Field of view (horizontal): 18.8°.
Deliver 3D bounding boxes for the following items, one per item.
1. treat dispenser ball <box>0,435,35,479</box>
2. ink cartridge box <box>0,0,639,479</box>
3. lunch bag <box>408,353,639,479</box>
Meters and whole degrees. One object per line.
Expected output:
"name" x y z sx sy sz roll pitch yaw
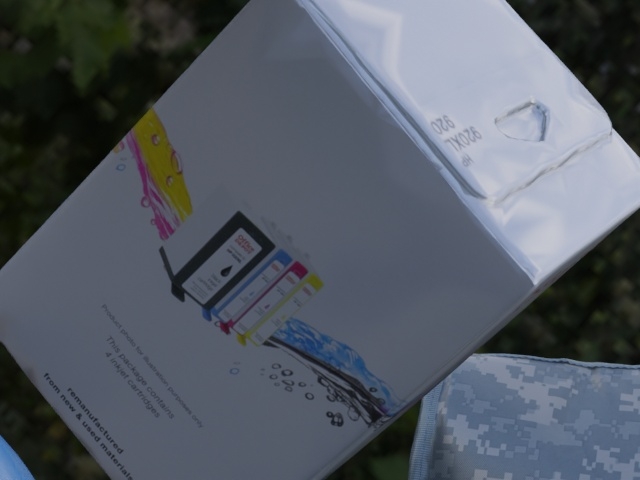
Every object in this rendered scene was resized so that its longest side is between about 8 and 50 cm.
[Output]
"treat dispenser ball" -0.277 0.208 1.042 0.288 0.288 0.288 41 -2 2
"ink cartridge box" 0.000 0.000 0.875 0.168 0.232 0.171 50 30 6
"lunch bag" 0.169 0.210 1.206 0.235 0.287 0.169 4 -21 14
